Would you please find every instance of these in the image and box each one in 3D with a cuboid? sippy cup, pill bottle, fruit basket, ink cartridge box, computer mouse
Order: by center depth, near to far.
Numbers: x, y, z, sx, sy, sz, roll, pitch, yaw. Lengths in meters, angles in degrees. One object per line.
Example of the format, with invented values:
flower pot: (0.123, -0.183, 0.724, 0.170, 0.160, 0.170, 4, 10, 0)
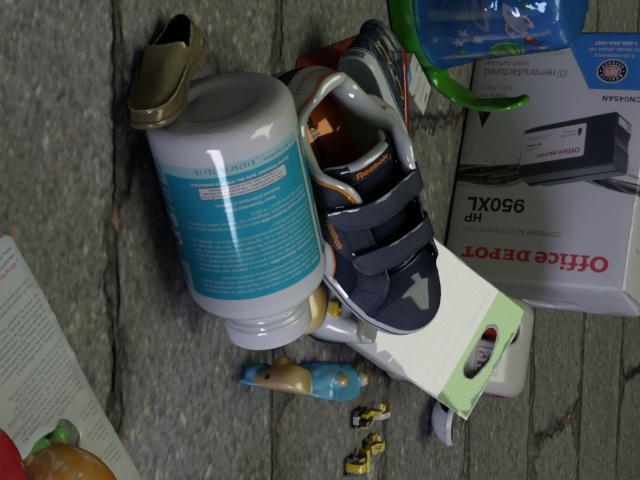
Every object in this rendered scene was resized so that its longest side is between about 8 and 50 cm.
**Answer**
fruit basket: (-0.266, 0.228, 1.151, 0.353, 0.165, 0.327, 63, 37, -24)
pill bottle: (-0.076, -0.023, 1.461, 0.146, 0.146, 0.264, -53, 140, -48)
ink cartridge box: (0.134, 0.097, 1.861, 0.235, 0.056, 0.171, 37, 78, -31)
sippy cup: (0.236, -0.342, 1.972, 0.305, 0.224, 0.240, 61, 42, -50)
ink cartridge box: (0.120, -0.210, 1.976, 0.083, 0.028, 0.048, 53, 48, -54)
ink cartridge box: (0.365, -0.102, 2.213, 0.166, 0.286, 0.394, 31, 66, -61)
computer mouse: (0.200, 0.242, 2.217, 0.193, 0.042, 0.106, -46, 139, -61)

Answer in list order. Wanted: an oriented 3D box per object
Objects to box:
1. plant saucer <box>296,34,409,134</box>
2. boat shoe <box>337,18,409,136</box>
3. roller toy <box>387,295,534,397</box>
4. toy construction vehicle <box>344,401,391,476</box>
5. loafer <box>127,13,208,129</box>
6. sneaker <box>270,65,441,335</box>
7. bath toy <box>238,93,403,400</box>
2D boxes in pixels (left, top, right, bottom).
plant saucer: (0.053, -0.120, 1.833, 0.258, 0.048, 0.259, -33, 124, -59)
boat shoe: (0.077, -0.170, 1.742, 0.083, 0.065, 0.183, -62, 145, -38)
roller toy: (0.185, 0.142, 1.988, 0.209, 0.191, 0.146, 24, 74, -64)
toy construction vehicle: (0.067, 0.262, 1.942, 0.098, 0.035, 0.085, -16, 109, -63)
loafer: (-0.150, -0.161, 1.393, 0.148, 0.056, 0.050, -74, 153, -45)
sneaker: (0.045, -0.035, 1.535, 0.126, 0.127, 0.321, -40, 107, -26)
bath toy: (0.000, 0.000, 1.650, 0.151, 0.129, 0.348, 28, 70, -65)
